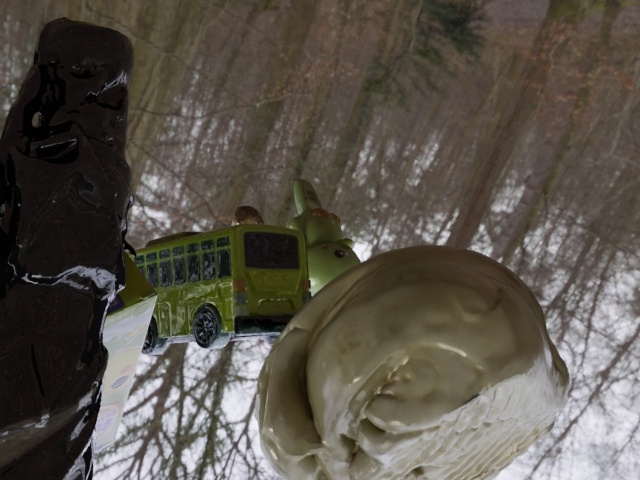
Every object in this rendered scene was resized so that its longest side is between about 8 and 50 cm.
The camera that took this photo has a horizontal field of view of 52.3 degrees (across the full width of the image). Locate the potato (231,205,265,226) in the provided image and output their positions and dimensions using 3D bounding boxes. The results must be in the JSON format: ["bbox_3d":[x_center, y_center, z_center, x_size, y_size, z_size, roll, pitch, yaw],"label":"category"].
[{"bbox_3d":[-0.114,-0.019,1.041,0.051,0.083,0.040,-19,-147,-9],"label":"potato"}]

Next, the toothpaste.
[{"bbox_3d":[-0.246,0.131,0.627,0.110,0.327,0.077,-28,-113,-40],"label":"toothpaste"}]

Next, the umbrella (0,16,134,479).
[{"bbox_3d":[-0.158,0.050,0.336,0.106,0.357,0.113,11,167,-32],"label":"umbrella"}]

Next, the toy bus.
[{"bbox_3d":[-0.143,0.062,0.809,0.262,0.150,0.128,-11,170,41],"label":"toy bus"}]

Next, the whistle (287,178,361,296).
[{"bbox_3d":[0.008,-0.002,1.242,0.141,0.141,0.294,8,-117,-24],"label":"whistle"}]

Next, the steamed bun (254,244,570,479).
[{"bbox_3d":[0.068,0.124,0.607,0.276,0.289,0.203,-23,-128,-2],"label":"steamed bun"}]
